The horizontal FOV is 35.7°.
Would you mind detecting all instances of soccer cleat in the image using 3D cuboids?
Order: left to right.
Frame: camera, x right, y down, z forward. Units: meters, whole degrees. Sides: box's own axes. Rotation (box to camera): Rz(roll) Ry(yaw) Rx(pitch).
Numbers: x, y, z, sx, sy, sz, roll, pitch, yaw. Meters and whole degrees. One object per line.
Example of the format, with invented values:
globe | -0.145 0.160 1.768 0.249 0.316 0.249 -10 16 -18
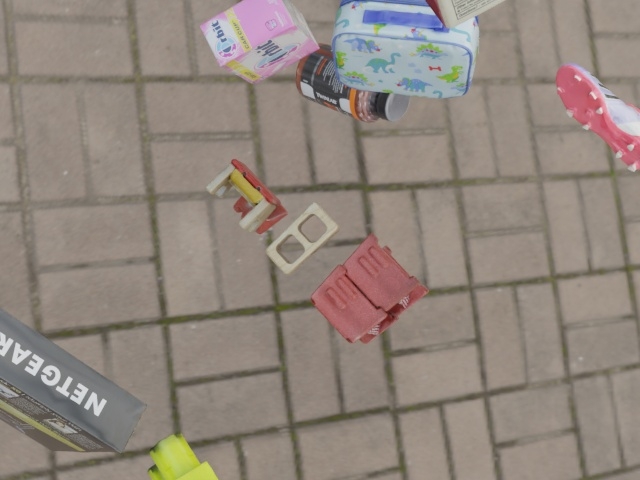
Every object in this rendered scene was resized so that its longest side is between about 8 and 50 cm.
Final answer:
soccer cleat | 0.526 -0.234 1.806 0.248 0.083 0.095 45 54 -5

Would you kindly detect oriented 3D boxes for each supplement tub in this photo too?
supplement tub | 0.058 -0.267 1.714 0.106 0.198 0.106 -31 134 -38

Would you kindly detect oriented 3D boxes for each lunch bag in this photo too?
lunch bag | 0.129 -0.295 1.503 0.219 0.176 0.090 7 71 8

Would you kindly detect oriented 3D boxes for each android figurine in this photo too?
android figurine | -0.109 0.350 1.099 0.056 0.248 0.272 -26 72 -23

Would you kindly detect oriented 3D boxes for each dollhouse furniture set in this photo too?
dollhouse furniture set | 0.000 0.000 1.713 0.152 0.201 0.374 -44 80 3

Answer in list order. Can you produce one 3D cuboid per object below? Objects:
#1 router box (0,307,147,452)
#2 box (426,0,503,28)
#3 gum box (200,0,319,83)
router box | -0.430 0.188 1.385 0.309 0.243 0.081 40 60 -26
box | 0.140 -0.357 0.993 0.149 0.232 0.126 -27 51 3
gum box | -0.075 -0.269 1.323 0.107 0.188 0.062 -28 86 10
